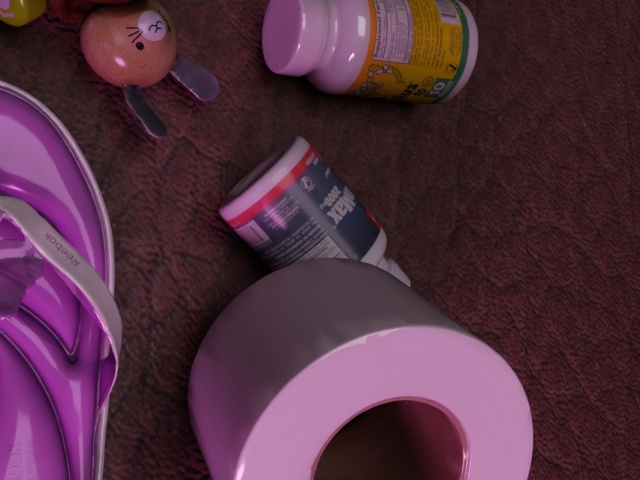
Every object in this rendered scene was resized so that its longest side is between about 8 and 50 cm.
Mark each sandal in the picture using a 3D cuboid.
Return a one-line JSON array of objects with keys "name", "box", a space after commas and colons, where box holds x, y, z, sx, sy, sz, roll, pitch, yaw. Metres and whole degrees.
[{"name": "sandal", "box": [-0.226, 0.067, 0.603, 0.169, 0.102, 0.417, -7, 85, -31]}]

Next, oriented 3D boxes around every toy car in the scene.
[{"name": "toy car", "box": [-0.162, -0.189, 0.684, 0.155, 0.149, 0.188, -47, 116, -39]}]

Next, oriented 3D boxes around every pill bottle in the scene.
[{"name": "pill bottle", "box": [0.051, -0.208, 0.816, 0.208, 0.117, 0.118, -1, 80, -31]}, {"name": "pill bottle", "box": [0.000, 0.000, 0.748, 0.180, 0.108, 0.108, 48, 61, -14]}]

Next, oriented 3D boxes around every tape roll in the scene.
[{"name": "tape roll", "box": [0.025, 0.152, 0.645, 0.246, 0.169, 0.246, -6, 108, -19]}]
